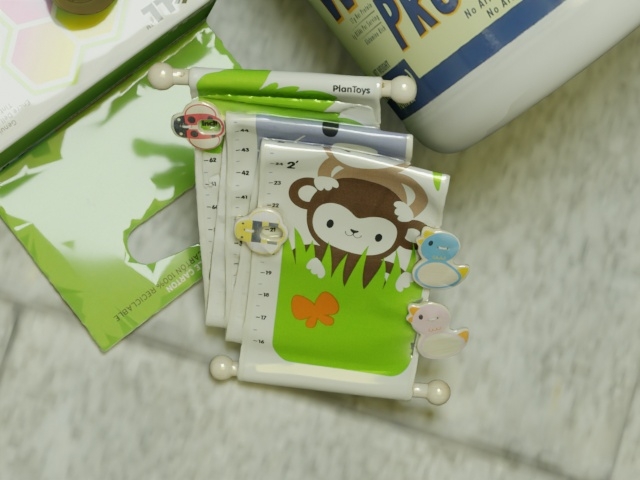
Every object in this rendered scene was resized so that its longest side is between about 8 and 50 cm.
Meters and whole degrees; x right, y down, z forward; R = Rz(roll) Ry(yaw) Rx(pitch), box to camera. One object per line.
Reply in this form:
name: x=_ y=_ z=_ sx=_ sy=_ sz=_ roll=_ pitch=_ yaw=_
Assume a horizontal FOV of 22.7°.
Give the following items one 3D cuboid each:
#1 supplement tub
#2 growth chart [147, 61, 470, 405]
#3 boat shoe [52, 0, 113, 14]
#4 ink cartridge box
supplement tub: x=0.062 y=-0.240 z=0.926 sx=0.235 sy=0.235 sz=0.325 roll=-39 pitch=93 yaw=-11
growth chart: x=0.000 y=0.000 z=0.932 sx=0.172 sy=0.021 sz=0.237 roll=-1 pitch=122 yaw=9
boat shoe: x=-0.129 y=-0.201 z=0.892 sx=0.056 sy=0.048 sz=0.153 roll=2 pitch=91 yaw=-22
ink cartridge box: x=-0.132 y=-0.090 z=0.949 sx=0.189 sy=0.097 sz=0.255 roll=-38 pitch=92 yaw=-11
